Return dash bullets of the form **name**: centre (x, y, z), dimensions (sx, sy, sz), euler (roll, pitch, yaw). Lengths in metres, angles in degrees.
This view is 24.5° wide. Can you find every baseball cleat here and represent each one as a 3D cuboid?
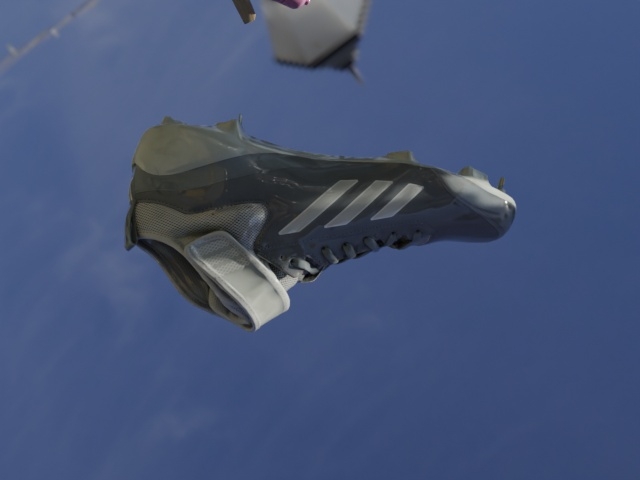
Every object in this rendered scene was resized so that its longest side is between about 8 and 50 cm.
- **baseball cleat**: centre (0.000, 0.000, 0.765), dimensions (0.072, 0.206, 0.109), euler (131, -32, -70)

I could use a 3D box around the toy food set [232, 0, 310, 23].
- **toy food set**: centre (-0.011, -0.206, 1.099), dimensions (0.122, 0.078, 0.019), euler (-19, -127, 7)
